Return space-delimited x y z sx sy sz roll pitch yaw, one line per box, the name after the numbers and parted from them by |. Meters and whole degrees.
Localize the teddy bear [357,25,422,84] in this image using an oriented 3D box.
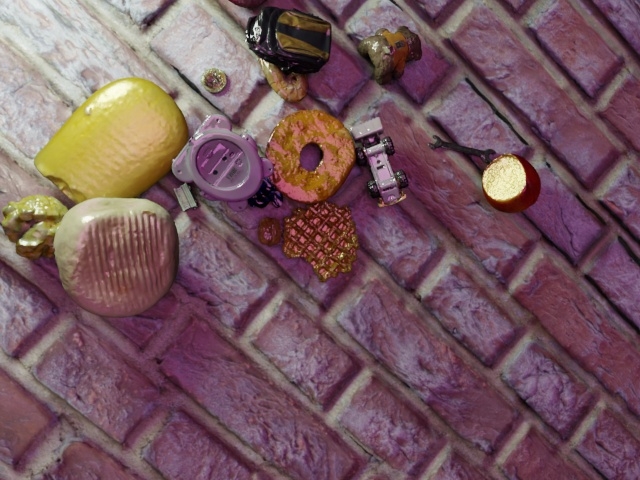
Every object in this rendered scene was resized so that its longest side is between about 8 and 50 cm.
0.243 -0.629 1.545 0.190 0.140 0.177 -30 92 -16 | teddy bear

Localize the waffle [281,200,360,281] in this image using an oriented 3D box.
0.000 0.000 1.549 0.292 0.051 0.290 0 92 -10 | waffle

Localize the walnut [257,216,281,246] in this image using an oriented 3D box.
-0.164 -0.026 1.510 0.079 0.083 0.096 1 89 -37 | walnut

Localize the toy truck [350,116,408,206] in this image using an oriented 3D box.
0.193 -0.254 1.549 0.137 0.111 0.285 -20 91 7 | toy truck

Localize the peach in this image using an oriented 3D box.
0.644 -0.195 1.587 0.190 0.190 0.192 -43 116 -6 | peach

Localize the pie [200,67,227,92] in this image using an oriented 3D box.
-0.340 -0.515 1.502 0.085 0.017 0.085 0 91 -10 | pie

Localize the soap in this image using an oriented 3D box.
-0.606 -0.287 1.408 0.427 0.115 0.306 -41 98 -1 | soap

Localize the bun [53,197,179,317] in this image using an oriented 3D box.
-0.582 0.036 1.359 0.361 0.213 0.360 -10 107 -33 | bun

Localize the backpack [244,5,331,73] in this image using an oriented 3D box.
-0.106 -0.627 1.462 0.259 0.133 0.206 7 79 -26 | backpack

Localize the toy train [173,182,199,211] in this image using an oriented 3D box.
-0.426 -0.137 1.484 0.057 0.038 0.093 -24 95 -2 | toy train

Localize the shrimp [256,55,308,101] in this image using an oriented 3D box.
-0.124 -0.558 1.521 0.133 0.053 0.236 -37 96 -11 | shrimp

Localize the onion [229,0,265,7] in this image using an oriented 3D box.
-0.230 -0.814 1.452 0.178 0.153 0.177 -2 104 -9 | onion

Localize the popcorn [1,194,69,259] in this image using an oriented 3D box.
-0.810 -0.037 1.355 0.186 0.167 0.187 -17 101 -17 | popcorn

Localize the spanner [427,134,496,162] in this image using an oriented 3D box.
0.498 -0.322 1.646 0.255 0.015 0.054 11 89 -10 | spanner

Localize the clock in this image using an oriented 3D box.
-0.280 -0.220 1.369 0.248 0.090 0.227 37 94 -21 | clock

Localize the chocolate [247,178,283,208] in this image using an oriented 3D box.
-0.274 -0.196 1.479 0.343 0.126 0.148 35 49 -15 | chocolate

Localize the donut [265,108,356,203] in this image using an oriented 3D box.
-0.039 -0.263 1.512 0.303 0.110 0.302 0 90 -12 | donut
